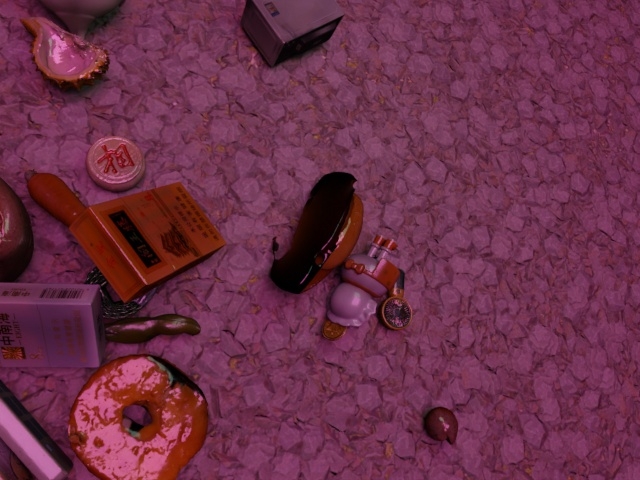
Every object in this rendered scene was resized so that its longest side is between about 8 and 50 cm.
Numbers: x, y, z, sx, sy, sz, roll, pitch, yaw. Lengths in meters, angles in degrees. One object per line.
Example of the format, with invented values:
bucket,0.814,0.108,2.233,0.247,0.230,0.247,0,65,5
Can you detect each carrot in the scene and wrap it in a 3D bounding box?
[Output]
carrot,-0.478,-0.042,1.043,0.336,0.069,0.069,38,66,13

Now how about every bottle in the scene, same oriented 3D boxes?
bottle,-0.537,0.455,0.918,0.083,0.083,0.269,-37,91,-24

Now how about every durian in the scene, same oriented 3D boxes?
durian,-0.563,-0.404,1.142,0.224,0.078,0.140,41,79,6

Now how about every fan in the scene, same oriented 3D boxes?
fan,0.183,0.143,1.276,0.082,0.039,0.154,13,71,-15

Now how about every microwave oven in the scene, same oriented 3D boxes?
microwave oven,-0.073,-0.555,1.321,0.205,0.129,0.163,-34,91,-23

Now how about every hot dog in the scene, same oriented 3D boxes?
hot dog,0.005,-0.001,1.201,0.107,0.194,0.326,47,68,-34

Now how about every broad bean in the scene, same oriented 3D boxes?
broad bean,-0.351,0.179,1.065,0.214,0.070,0.048,2,50,-20

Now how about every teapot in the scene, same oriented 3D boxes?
teapot,-0.583,-0.607,1.144,0.318,0.149,0.219,37,74,-8

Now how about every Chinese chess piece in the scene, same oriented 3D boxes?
Chinese chess piece,-0.441,-0.166,1.131,0.122,0.051,0.121,5,75,-18

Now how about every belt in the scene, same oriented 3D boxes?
belt,-0.400,0.090,1.069,0.152,0.079,0.121,-30,96,-11

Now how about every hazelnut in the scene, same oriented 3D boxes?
hazelnut,0.283,0.431,1.216,0.087,0.086,0.086,5,75,-18

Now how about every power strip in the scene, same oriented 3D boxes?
power strip,-0.537,0.333,0.930,0.046,0.118,0.270,-41,92,-27

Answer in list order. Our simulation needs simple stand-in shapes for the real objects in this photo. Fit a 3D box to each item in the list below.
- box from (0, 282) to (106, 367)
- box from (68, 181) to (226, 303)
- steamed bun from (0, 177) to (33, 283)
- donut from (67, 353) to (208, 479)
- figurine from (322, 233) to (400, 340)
box,-0.526,0.154,0.946,0.243,0.067,0.155,1,118,-9
box,-0.325,-0.007,1.034,0.174,0.076,0.274,52,26,1
steamed bun,-0.657,-0.060,0.935,0.302,0.251,0.199,24,56,-10
donut,-0.343,0.343,0.998,0.254,0.118,0.253,5,72,-16
figurine,0.088,0.105,1.202,0.143,0.143,0.271,44,66,-4
